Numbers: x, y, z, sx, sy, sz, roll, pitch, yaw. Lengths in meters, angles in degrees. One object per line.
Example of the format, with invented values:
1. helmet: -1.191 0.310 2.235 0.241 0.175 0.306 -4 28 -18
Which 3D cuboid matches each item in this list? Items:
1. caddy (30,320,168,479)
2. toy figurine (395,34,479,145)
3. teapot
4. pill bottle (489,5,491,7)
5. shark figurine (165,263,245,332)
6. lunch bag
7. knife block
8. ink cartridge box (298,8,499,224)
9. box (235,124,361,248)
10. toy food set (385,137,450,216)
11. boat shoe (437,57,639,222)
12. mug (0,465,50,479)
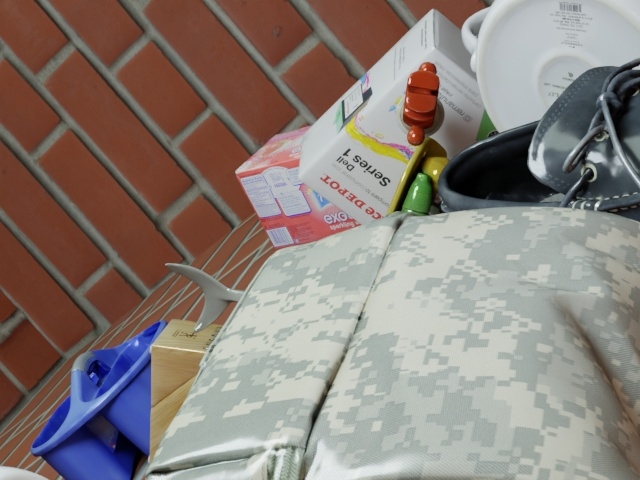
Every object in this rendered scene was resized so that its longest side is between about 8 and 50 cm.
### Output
1. caddy: -0.307 0.243 1.837 0.241 0.179 0.341 -41 8 8
2. toy figurine: 0.212 -0.145 1.443 0.209 0.213 0.148 -38 -8 -2
3. teapot: 0.288 -0.189 1.217 0.187 0.256 0.252 -40 -3 -41
4. pill bottle: 0.319 -0.280 1.781 0.169 0.169 0.301 -40 8 3
5. shark figurine: -0.064 0.102 1.367 0.166 0.116 0.278 -30 49 0
6. lunch bag: 0.082 0.116 0.646 0.256 0.213 0.305 -18 21 25
7. knife block: -0.091 0.190 1.544 0.088 0.242 0.276 -58 -26 -67
8. ink cartridge box: 0.132 -0.141 1.652 0.278 0.201 0.117 -42 24 31
9. box: 0.038 -0.104 1.915 0.300 0.154 0.142 -12 26 38
10. toy food set: 0.126 -0.020 1.557 0.218 0.071 0.128 -69 -14 11
11. boat shoe: 0.255 -0.063 0.991 0.187 0.156 0.500 -43 10 -25
12. mug: -0.370 0.377 1.262 0.328 0.276 0.374 -31 -19 23
